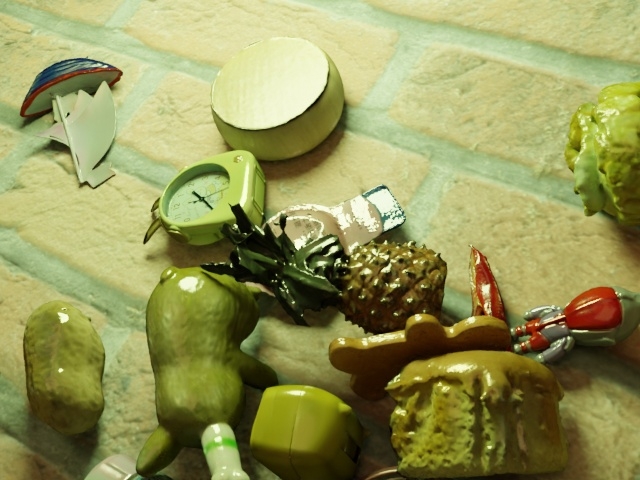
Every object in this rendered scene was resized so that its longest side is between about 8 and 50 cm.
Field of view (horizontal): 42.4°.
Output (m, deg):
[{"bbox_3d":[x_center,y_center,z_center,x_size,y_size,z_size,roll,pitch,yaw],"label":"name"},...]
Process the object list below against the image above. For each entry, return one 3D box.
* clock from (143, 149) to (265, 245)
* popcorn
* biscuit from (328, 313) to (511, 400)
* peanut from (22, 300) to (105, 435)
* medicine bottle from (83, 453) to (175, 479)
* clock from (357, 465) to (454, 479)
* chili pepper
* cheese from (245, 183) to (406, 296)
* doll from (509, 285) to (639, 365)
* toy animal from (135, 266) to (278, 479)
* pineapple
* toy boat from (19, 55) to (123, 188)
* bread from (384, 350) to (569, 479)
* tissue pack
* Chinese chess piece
[{"bbox_3d":[-0.213,-0.063,1.453,0.232,0.069,0.170,-13,49,17],"label":"clock"},{"bbox_3d":[0.465,-0.134,1.239,0.184,0.204,0.221,-2,45,15],"label":"popcorn"},{"bbox_3d":[0.146,0.157,1.173,0.250,0.165,0.036,-18,45,15],"label":"biscuit"},{"bbox_3d":[-0.411,0.206,1.328,0.129,0.129,0.224,-15,66,7],"label":"peanut"},{"bbox_3d":[-0.248,0.392,1.162,0.169,0.135,0.135,22,68,27],"label":"medicine bottle"},{"bbox_3d":[0.111,0.419,1.087,0.245,0.056,0.244,-8,58,13],"label":"clock"},{"bbox_3d":[0.252,0.123,1.233,0.051,0.059,0.267,13,53,-20],"label":"chili pepper"},{"bbox_3d":[0.000,0.000,1.360,0.286,0.074,0.188,-29,57,-1],"label":"cheese"},{"bbox_3d":[0.385,0.114,1.180,0.228,0.075,0.102,-21,46,14],"label":"doll"},{"bbox_3d":[-0.174,0.221,1.227,0.181,0.180,0.362,-15,63,15],"label":"toy animal"},{"bbox_3d":[0.002,0.053,1.225,0.365,0.165,0.165,12,62,-1],"label":"pineapple"},{"bbox_3d":[-0.472,-0.260,1.662,0.219,0.072,0.318,-44,61,-8],"label":"toy boat"},{"bbox_3d":[0.216,0.229,1.077,0.252,0.133,0.174,1,75,-5],"label":"bread"},{"bbox_3d":[-0.010,0.273,1.135,0.127,0.178,0.123,3,63,20],"label":"tissue pack"},{"bbox_3d":[-0.081,-0.265,1.528,0.250,0.103,0.249,-8,57,12],"label":"Chinese chess piece"}]
